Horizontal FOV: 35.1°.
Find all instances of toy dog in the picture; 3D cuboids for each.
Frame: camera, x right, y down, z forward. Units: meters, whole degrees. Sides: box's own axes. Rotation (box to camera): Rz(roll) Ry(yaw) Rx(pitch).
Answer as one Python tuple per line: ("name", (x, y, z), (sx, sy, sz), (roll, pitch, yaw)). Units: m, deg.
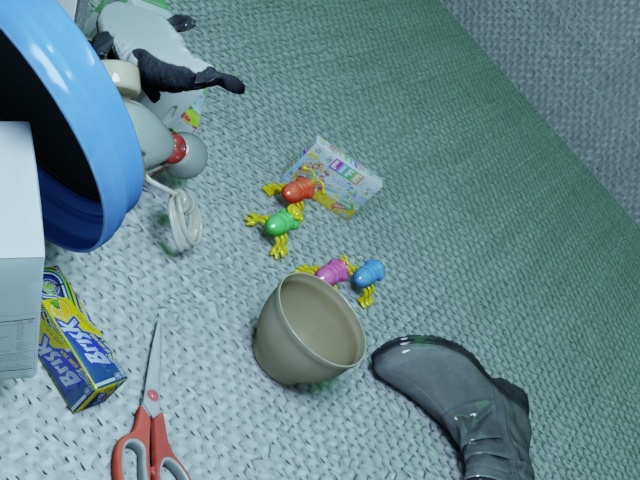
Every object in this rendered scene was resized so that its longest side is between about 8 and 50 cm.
("toy dog", (-0.282, -0.128, 1.402), (0.333, 0.161, 0.220), (62, 28, -61))

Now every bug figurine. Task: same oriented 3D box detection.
("bug figurine", (0.000, 0.000, 1.706), (0.279, 0.072, 0.216), (49, 30, 4))

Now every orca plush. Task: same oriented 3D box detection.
("orca plush", (-0.220, -0.245, 1.436), (0.287, 0.102, 0.151), (24, 46, 29))

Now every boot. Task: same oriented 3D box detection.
("boot", (0.230, 0.298, 1.610), (0.338, 0.118, 0.222), (26, 41, -24))

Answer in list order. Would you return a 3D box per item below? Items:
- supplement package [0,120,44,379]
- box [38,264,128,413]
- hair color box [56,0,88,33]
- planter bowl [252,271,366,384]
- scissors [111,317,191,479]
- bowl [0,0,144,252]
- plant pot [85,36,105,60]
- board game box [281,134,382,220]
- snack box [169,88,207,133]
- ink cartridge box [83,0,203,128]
("supplement package", (-0.371, 0.012, 1.046), (0.149, 0.203, 0.194), (-2, 51, -20))
("box", (-0.302, 0.115, 1.196), (0.169, 0.059, 0.054), (54, 33, 13))
("hair color box", (-0.468, -0.328, 1.276), (0.339, 0.185, 0.110), (15, 39, -9))
("planter bowl", (-0.029, 0.142, 1.461), (0.162, 0.109, 0.162), (32, 33, -23))
("scissors", (-0.216, 0.203, 1.239), (0.109, 0.021, 0.297), (18, 42, -37))
("bowl", (-0.351, -0.163, 1.152), (0.391, 0.391, 0.077), (48, 61, 1))
("plant pot", (-0.394, -0.248, 1.467), (0.095, 0.134, 0.134), (30, 22, 27))
("board game box", (0.021, -0.112, 1.835), (0.154, 0.103, 0.026), (32, 33, -23))
("snack box", (-0.249, -0.245, 1.716), (0.100, 0.037, 0.141), (35, 32, -22))
("ink cartridge box", (-0.289, -0.276, 1.581), (0.093, 0.154, 0.212), (10, 46, -52))
